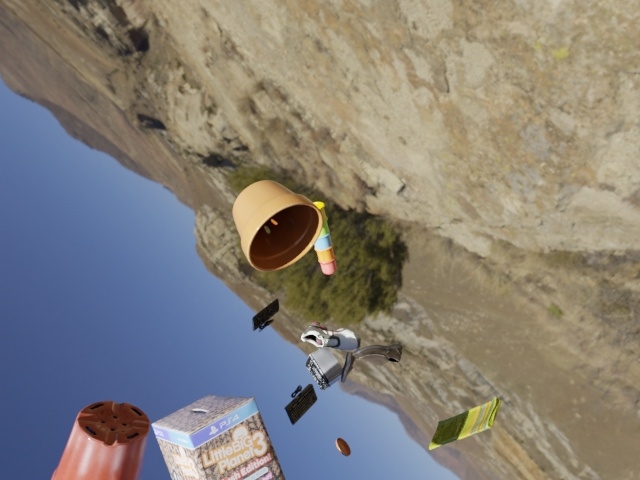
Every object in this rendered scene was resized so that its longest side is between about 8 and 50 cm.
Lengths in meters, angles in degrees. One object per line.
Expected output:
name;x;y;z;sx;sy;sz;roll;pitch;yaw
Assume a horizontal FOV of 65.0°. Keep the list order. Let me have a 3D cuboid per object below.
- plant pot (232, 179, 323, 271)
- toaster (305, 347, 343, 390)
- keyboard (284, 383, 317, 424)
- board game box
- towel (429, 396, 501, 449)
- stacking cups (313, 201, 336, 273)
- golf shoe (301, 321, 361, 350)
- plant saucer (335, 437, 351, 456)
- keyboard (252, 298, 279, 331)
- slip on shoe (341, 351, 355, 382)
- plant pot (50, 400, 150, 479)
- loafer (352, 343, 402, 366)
plant pot;-0.164;-0.069;1.702;0.203;0.291;0.291;49;178;32
toaster;0.020;0.619;2.408;0.186;0.110;0.168;53;156;21
keyboard;-0.077;0.634;1.989;0.180;0.023;0.108;-30;-81;-54
board game box;-0.185;0.469;0.986;0.232;0.141;0.291;-23;88;54
towel;0.386;0.499;1.365;0.021;0.102;0.237;46;134;3
stacking cups;0.000;0.000;2.112;0.096;0.096;0.316;-138;32;-58
golf shoe;0.046;0.444;2.228;0.272;0.105;0.120;6;-163;30
plant saucer;0.094;0.873;2.120;0.083;0.013;0.083;41;-165;-14
keyboard;-0.239;0.350;2.297;0.038;0.192;0.100;16;121;29
slip on shoe;0.119;0.539;2.128;0.041;0.135;0.051;13;-179;-7
plant pot;-0.623;0.629;1.445;0.272;0.265;0.272;18;-170;-3
loafer;0.226;0.440;1.913;0.080;0.220;0.078;140;127;-58
